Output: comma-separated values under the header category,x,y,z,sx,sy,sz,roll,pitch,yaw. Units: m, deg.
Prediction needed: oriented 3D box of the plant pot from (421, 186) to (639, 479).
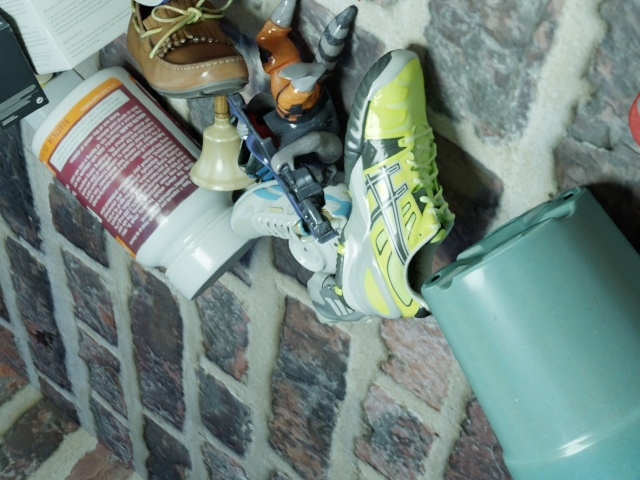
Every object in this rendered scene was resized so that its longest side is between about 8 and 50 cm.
category,x,y,z,sx,sy,sz,roll,pitch,yaw
plant pot,0.320,0.134,1.608,0.334,0.341,0.341,57,150,-2

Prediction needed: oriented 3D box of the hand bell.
category,x,y,z,sx,sy,sz,roll,pitch,yaw
hand bell,-0.161,-0.214,2.028,0.126,0.126,0.242,24,132,34

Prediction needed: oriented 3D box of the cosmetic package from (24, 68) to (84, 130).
category,x,y,z,sx,sy,sz,roll,pitch,yaw
cosmetic package,-0.440,-0.202,2.364,0.231,0.117,0.085,45,150,5

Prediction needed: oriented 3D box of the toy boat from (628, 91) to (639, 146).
category,x,y,z,sx,sy,sz,roll,pitch,yaw
toy boat,0.424,-0.069,1.376,0.231,0.151,0.151,51,150,-7

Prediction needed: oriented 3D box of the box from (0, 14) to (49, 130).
category,x,y,z,sx,sy,sz,roll,pitch,yaw
box,-0.579,-0.333,2.074,0.261,0.103,0.184,46,161,36

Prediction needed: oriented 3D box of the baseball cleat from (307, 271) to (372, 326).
category,x,y,z,sx,sy,sz,roll,pitch,yaw
baseball cleat,0.037,0.093,2.151,0.206,0.072,0.109,-20,103,54

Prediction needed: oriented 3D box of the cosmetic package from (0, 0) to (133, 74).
category,x,y,z,sx,sy,sz,roll,pitch,yaw
cosmetic package,-0.447,-0.469,1.970,0.155,0.197,0.365,4,128,55

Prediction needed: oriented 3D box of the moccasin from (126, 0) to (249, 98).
category,x,y,z,sx,sy,sz,roll,pitch,yaw
moccasin,-0.199,-0.304,1.840,0.380,0.139,0.147,-126,33,-61

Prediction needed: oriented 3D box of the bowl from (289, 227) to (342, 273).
category,x,y,z,sx,sy,sz,roll,pitch,yaw
bowl,0.000,0.000,2.077,0.170,0.080,0.170,33,148,24

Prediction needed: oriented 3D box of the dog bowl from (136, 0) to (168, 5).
category,x,y,z,sx,sy,sz,roll,pitch,yaw
dog bowl,-0.244,-0.469,1.752,0.265,0.104,0.265,43,151,31

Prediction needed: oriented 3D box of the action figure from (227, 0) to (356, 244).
category,x,y,z,sx,sy,sz,roll,pitch,yaw
action figure,-0.010,-0.169,1.800,0.341,0.179,0.330,59,165,33

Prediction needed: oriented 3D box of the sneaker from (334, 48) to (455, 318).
category,x,y,z,sx,sy,sz,roll,pitch,yaw
sneaker,0.120,-0.073,1.720,0.147,0.145,0.384,15,116,30

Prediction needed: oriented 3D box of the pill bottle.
category,x,y,z,sx,sy,sz,roll,pitch,yaw
pill bottle,-0.298,-0.096,2.197,0.392,0.224,0.224,46,150,3

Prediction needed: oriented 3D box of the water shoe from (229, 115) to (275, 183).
category,x,y,z,sx,sy,sz,roll,pitch,yaw
water shoe,-0.097,-0.126,2.025,0.073,0.080,0.203,41,148,56

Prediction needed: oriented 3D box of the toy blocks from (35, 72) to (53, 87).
category,x,y,z,sx,sy,sz,roll,pitch,yaw
toy blocks,-0.563,-0.285,2.483,0.123,0.054,0.148,27,145,29

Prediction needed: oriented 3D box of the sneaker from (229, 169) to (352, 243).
category,x,y,z,sx,sy,sz,roll,pitch,yaw
sneaker,-0.051,-0.042,1.985,0.229,0.092,0.087,-16,134,27
